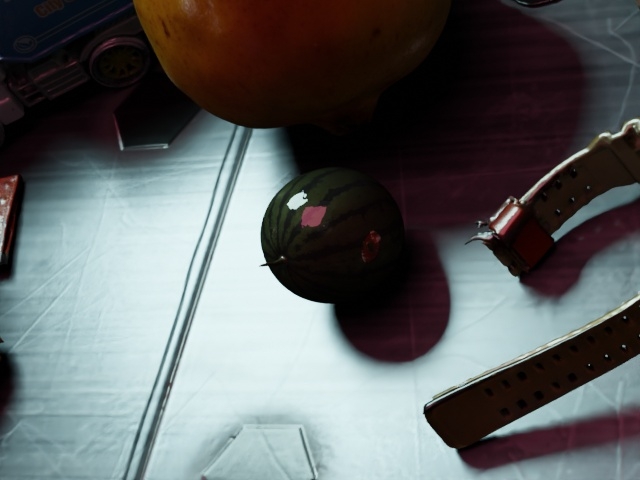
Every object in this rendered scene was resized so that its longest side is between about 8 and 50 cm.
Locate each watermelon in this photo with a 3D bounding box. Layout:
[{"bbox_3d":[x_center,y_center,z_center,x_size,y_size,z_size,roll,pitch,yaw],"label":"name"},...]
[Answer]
[{"bbox_3d":[0.000,0.000,1.509,0.133,0.105,0.105,-22,34,-39],"label":"watermelon"}]

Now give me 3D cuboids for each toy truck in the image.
[{"bbox_3d":[-0.235,-0.223,1.780,0.367,0.175,0.146,-28,49,10],"label":"toy truck"}]

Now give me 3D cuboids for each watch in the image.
[{"bbox_3d":[0.180,0.021,1.423,0.268,0.102,0.165,-32,39,17],"label":"watch"}]

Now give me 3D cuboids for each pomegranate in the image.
[{"bbox_3d":[-0.019,-0.209,1.602,0.264,0.264,0.264,-15,50,19],"label":"pomegranate"}]

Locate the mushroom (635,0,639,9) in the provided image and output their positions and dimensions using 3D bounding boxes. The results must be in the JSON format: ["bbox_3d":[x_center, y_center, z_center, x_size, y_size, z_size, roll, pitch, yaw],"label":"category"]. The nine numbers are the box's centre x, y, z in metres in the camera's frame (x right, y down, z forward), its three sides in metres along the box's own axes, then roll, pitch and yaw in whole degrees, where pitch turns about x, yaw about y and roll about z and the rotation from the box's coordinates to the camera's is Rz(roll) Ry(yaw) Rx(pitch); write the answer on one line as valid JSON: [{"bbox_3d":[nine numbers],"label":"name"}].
[{"bbox_3d":[0.330,-0.244,1.536,0.223,0.081,0.092,-14,32,18],"label":"mushroom"}]

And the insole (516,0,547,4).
[{"bbox_3d":[0.257,-0.279,1.654,0.253,0.005,0.086,-41,48,-3],"label":"insole"}]

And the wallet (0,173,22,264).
[{"bbox_3d":[-0.359,0.001,1.784,0.196,0.020,0.103,-14,52,21],"label":"wallet"}]

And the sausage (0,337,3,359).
[{"bbox_3d":[-0.416,0.086,1.703,0.330,0.102,0.102,3,58,31],"label":"sausage"}]
